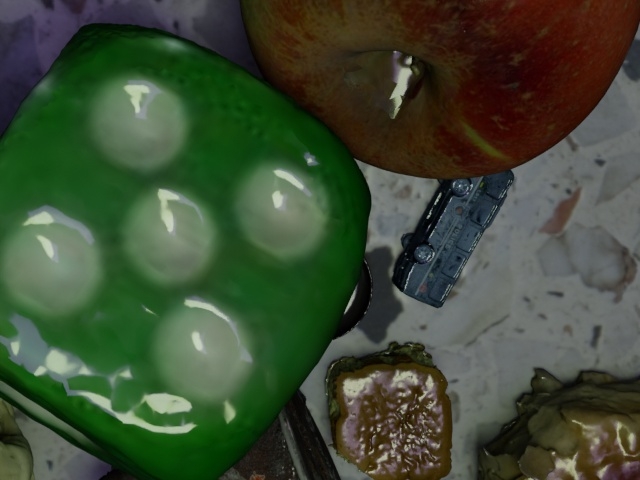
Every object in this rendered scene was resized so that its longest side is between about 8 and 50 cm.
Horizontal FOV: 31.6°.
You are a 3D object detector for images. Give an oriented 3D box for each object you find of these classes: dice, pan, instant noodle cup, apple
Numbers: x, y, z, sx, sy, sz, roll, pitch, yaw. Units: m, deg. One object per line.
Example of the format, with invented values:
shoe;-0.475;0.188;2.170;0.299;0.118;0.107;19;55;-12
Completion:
dice;-0.152;0.016;0.933;0.287;0.297;0.300;34;72;-12
pan;0.000;-0.001;1.120;0.115;0.040;0.212;3;109;-10
instant noodle cup;-0.086;0.264;1.089;0.207;0.217;0.217;-25;105;3
apple;0.105;-0.226;0.945;0.348;0.348;0.277;31;57;-15

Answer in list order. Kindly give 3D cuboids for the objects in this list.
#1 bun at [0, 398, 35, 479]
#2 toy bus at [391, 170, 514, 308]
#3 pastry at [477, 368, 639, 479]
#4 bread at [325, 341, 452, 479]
bun;-0.346;0.188;0.988;0.160;0.259;0.259;-41;106;14
toy bus;0.132;-0.015;1.138;0.065;0.047;0.166;26;98;-19
pastry;0.316;0.294;1.192;0.329;0.136;0.329;-2;101;-9
bread;0.069;0.181;1.160;0.128;0.069;0.140;-8;103;-7
